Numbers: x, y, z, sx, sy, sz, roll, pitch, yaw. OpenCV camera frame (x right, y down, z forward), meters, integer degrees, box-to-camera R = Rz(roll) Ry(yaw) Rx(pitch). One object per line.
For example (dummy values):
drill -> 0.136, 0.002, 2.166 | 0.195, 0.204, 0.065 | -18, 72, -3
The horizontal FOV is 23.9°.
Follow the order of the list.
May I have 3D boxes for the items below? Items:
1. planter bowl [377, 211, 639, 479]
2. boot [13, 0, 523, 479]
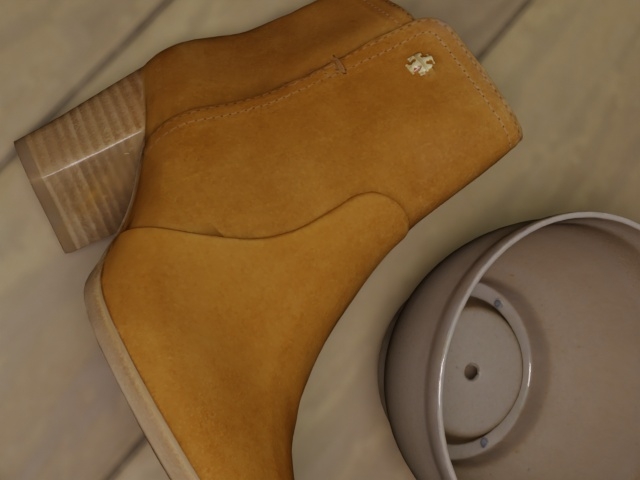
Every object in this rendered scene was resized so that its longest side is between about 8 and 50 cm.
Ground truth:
planter bowl -> 0.094, 0.067, 0.725 | 0.162, 0.109, 0.162 | 0, 91, -30
boot -> 0.000, 0.000, 0.665 | 0.211, 0.104, 0.295 | -25, 51, -7
